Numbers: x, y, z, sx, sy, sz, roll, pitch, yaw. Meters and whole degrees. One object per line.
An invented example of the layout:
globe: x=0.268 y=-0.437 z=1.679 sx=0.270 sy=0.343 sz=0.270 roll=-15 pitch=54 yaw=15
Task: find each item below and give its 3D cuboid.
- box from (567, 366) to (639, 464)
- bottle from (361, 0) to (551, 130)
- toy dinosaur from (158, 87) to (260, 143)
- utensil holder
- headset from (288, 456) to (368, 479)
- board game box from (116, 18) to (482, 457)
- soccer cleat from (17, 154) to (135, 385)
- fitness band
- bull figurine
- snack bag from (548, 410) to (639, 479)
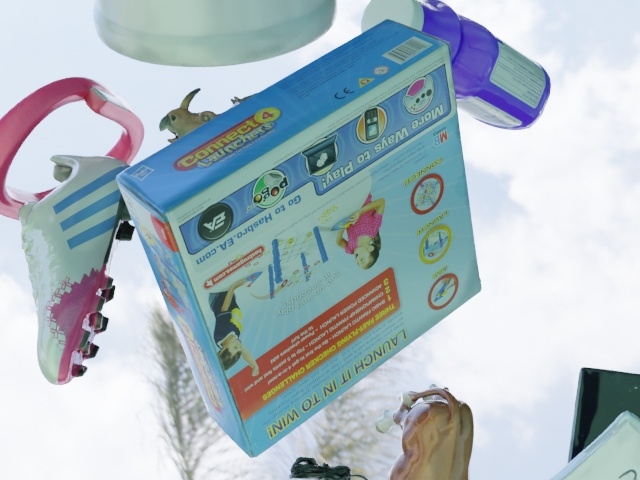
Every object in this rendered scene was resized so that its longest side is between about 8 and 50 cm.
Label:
box: x=0.578 y=0.322 z=1.672 sx=0.312 sy=0.343 sz=0.179 roll=39 pitch=-121 yaw=-66
bottle: x=0.152 y=-0.202 z=1.211 sx=0.283 sy=0.118 sz=0.092 roll=17 pitch=-83 yaw=-50
toy dinosaur: x=-0.060 y=-0.113 z=1.429 sx=0.295 sy=0.127 sz=0.200 roll=-14 pitch=-91 yaw=-59
utensil holder: x=-0.143 y=-0.459 z=1.346 sx=0.327 sy=0.327 sz=0.385 roll=-16 pitch=-54 yaw=-20
headset: x=0.021 y=0.532 z=1.632 sx=0.185 sy=0.243 sz=0.394 roll=26 pitch=-128 yaw=-39
board game box: x=0.000 y=0.000 z=1.005 sx=0.308 sy=0.086 sz=0.302 roll=-33 pitch=-47 yaw=-22
soccer cleat: x=-0.320 y=0.028 z=1.339 sx=0.143 sy=0.331 sz=0.116 roll=13 pitch=-38 yaw=-4
fitness band: x=-0.336 y=-0.113 z=1.399 sx=0.209 sy=0.291 sz=0.054 roll=-44 pitch=-102 yaw=3
bull figurine: x=0.123 y=0.327 z=1.354 sx=0.101 sy=0.188 sz=0.310 roll=12 pitch=-83 yaw=-17
snack bag: x=0.417 y=0.438 z=1.430 sx=0.342 sy=0.037 sz=0.323 roll=48 pitch=-70 yaw=12
